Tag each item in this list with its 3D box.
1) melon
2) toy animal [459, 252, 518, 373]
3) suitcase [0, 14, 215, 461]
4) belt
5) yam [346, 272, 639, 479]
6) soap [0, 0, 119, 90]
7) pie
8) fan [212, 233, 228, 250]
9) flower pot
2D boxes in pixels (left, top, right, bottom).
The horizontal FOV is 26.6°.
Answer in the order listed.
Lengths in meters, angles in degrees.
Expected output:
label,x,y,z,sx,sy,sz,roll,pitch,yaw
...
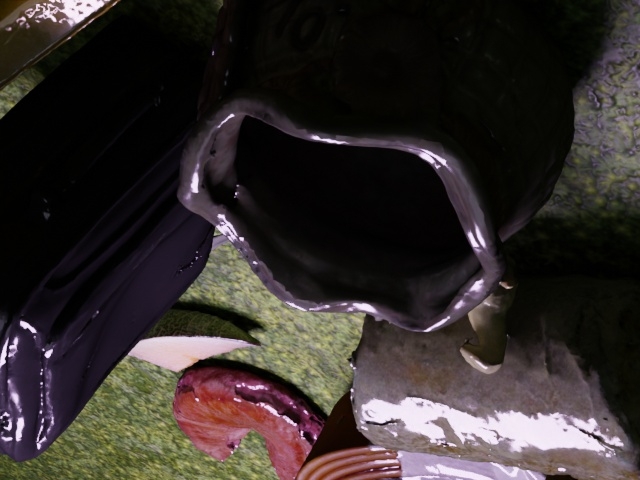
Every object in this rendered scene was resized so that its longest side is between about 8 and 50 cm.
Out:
label,x,y,z,sx,sy,sz,roll,pitch,yaw
melon,-0.154,0.117,1.604,0.098,0.054,0.182,37,146,-26
toy animal,0.092,0.015,1.191,0.219,0.101,0.103,31,165,42
suitcase,-0.229,-0.004,1.221,0.188,0.345,0.339,34,146,9
belt,0.133,0.247,1.485,0.339,0.122,0.217,-14,122,39
yam,0.193,0.121,1.247,0.300,0.195,0.195,3,140,33
soap,-0.247,-0.240,1.018,0.315,0.091,0.199,-32,132,26
pie,-0.089,0.233,1.712,0.219,0.054,0.204,9,143,25
fan,-0.053,-0.020,1.344,0.220,0.009,0.132,-20,105,44
flower pot,0.037,-0.091,1.035,0.302,0.213,0.301,18,148,12
